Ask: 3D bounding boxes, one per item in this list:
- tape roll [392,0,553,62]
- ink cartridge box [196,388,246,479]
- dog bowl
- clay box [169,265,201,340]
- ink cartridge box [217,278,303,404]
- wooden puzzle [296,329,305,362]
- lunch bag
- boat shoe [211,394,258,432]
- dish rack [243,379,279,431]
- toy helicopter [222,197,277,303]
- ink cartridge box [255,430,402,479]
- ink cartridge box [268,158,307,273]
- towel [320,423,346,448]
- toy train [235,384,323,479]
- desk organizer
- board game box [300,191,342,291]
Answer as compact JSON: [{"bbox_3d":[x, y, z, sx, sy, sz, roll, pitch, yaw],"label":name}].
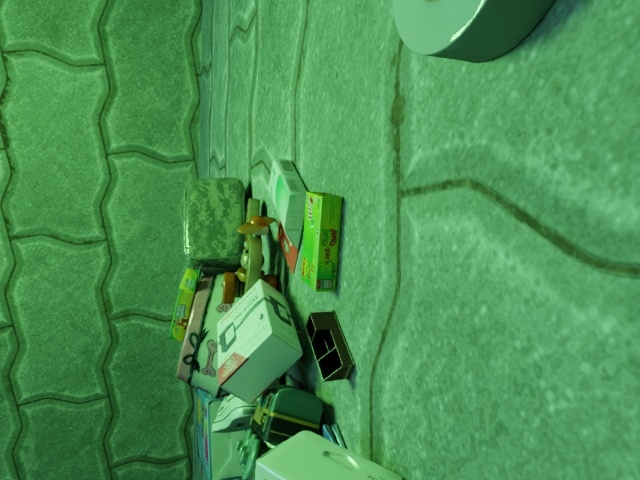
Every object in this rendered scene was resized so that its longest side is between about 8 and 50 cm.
[{"bbox_3d":[0.156,-0.300,0.493,0.219,0.072,0.219,-179,90,-69],"label":"tape roll"},{"bbox_3d":[-0.366,0.681,1.769,0.395,0.151,0.270,155,113,-69],"label":"ink cartridge box"},{"bbox_3d":[-0.354,0.291,1.575,0.408,0.150,0.408,-165,90,-80],"label":"dog bowl"},{"bbox_3d":[-0.427,0.191,1.534,0.127,0.053,0.222,-98,23,-65],"label":"clay box"},{"bbox_3d":[-0.150,0.226,1.123,0.172,0.100,0.237,-45,26,9],"label":"ink cartridge box"},{"bbox_3d":[-0.054,0.242,1.130,0.116,0.014,0.079,-157,64,-68],"label":"wooden puzzle"},{"bbox_3d":[-0.351,-0.034,1.666,0.256,0.212,0.305,100,165,-73],"label":"lunch bag"},{"bbox_3d":[-0.229,0.452,1.287,0.267,0.096,0.088,125,144,-53],"label":"boat shoe"},{"bbox_3d":[-0.176,0.393,1.369,0.333,0.072,0.286,141,127,-64],"label":"dish rack"},{"bbox_3d":[-0.188,-0.006,1.329,0.355,0.140,0.235,-98,16,-47],"label":"toy helicopter"},{"bbox_3d":[0.003,0.466,0.718,0.207,0.117,0.283,10,101,37],"label":"ink cartridge box"},{"bbox_3d":[-0.091,-0.058,1.175,0.181,0.056,0.225,-117,35,-51],"label":"ink cartridge box"},{"bbox_3d":[0.015,0.546,0.912,0.243,0.040,0.336,-118,34,-50],"label":"towel"},{"bbox_3d":[-0.088,0.406,1.027,0.334,0.142,0.190,129,159,-71],"label":"toy train"},{"bbox_3d":[0.015,0.193,0.893,0.130,0.050,0.047,-113,30,-46],"label":"desk organizer"},{"bbox_3d":[0.000,0.000,0.943,0.092,0.043,0.182,-152,64,-67],"label":"board game box"}]
